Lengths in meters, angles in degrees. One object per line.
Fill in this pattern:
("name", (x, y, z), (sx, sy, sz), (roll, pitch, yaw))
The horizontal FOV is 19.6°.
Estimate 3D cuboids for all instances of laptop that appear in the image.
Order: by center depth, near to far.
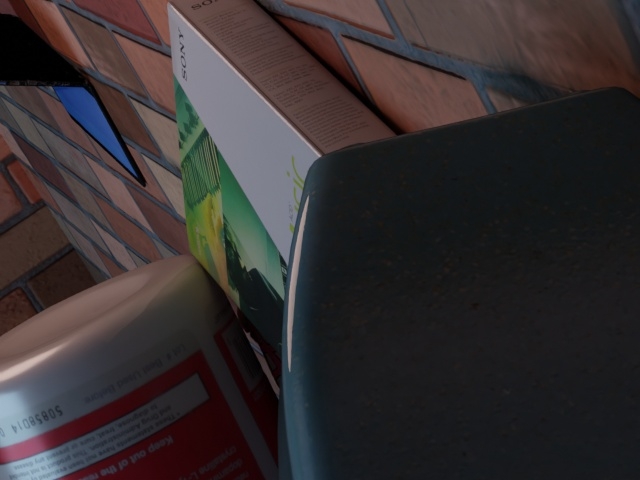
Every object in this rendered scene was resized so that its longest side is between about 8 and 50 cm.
("laptop", (-0.357, -0.166, 2.150), (0.234, 0.264, 0.136), (40, 124, 50))

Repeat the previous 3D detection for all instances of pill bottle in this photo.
("pill bottle", (-0.103, 0.237, 1.446), (0.407, 0.229, 0.229), (64, 167, -9))

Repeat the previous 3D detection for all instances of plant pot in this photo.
("plant pot", (0.092, 0.079, 0.825), (0.247, 0.248, 0.252), (97, 159, -73))

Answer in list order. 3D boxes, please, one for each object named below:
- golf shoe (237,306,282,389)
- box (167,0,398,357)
("golf shoe", (-0.018, 0.071, 1.422), (0.186, 0.067, 0.086), (48, 163, 38))
("box", (0.000, 0.000, 1.240), (0.322, 0.058, 0.232), (48, 150, 42))
